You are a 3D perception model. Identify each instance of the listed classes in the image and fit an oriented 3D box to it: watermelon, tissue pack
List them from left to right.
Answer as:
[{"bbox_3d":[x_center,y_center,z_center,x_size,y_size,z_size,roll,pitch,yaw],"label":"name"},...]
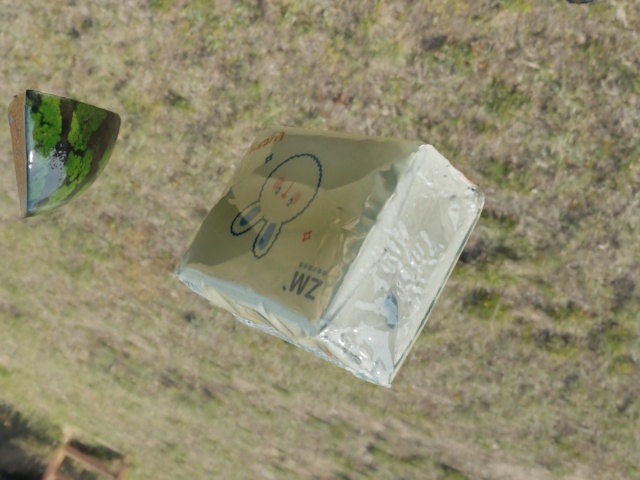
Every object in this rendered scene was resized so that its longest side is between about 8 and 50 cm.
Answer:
[{"bbox_3d":[-0.232,-0.095,0.733,0.094,0.125,0.135,38,159,17],"label":"watermelon"},{"bbox_3d":[0.000,0.000,0.614,0.092,0.148,0.196,37,167,-36],"label":"tissue pack"}]

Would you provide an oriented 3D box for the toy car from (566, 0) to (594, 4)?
[{"bbox_3d":[0.286,-0.390,0.929,0.188,0.255,0.190,47,-172,-25],"label":"toy car"}]
